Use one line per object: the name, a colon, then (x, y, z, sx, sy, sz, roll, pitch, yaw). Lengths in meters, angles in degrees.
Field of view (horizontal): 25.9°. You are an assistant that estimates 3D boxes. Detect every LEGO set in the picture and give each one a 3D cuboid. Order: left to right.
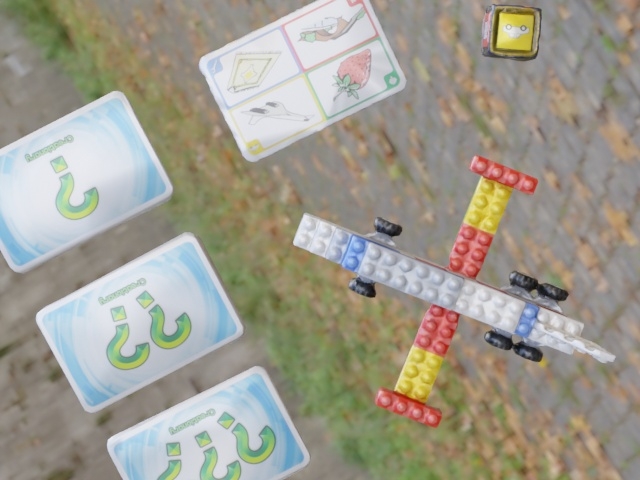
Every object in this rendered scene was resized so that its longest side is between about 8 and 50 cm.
LEGO set: (0.000, 0.000, 0.569, 0.182, 0.244, 0.060, 64, 180, -7)
